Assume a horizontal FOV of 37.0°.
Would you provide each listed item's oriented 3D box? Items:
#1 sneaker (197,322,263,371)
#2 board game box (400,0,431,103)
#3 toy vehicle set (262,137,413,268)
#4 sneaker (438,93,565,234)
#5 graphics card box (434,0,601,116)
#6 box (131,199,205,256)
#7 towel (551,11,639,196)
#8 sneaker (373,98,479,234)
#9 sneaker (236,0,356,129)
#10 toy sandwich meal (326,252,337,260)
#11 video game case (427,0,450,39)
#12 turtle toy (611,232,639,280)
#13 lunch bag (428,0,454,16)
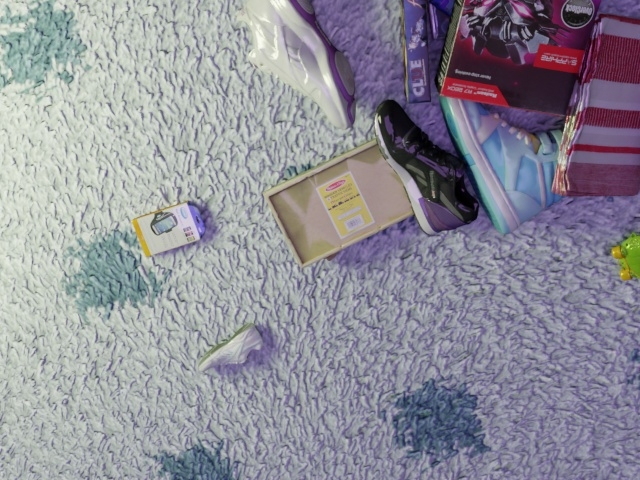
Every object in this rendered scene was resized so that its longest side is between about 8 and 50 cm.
[{"bbox_3d":[-0.185,0.233,1.966,0.152,0.053,0.061,-33,104,10],"label":"sneaker"},{"bbox_3d":[0.168,-0.378,1.726,0.042,0.165,0.243,-3,104,4],"label":"board game box"},{"bbox_3d":[0.044,-0.076,1.857,0.267,0.035,0.165,-25,102,0],"label":"toy vehicle set"},{"bbox_3d":[0.362,-0.193,1.793,0.208,0.127,0.318,-26,101,2],"label":"sneaker"},{"bbox_3d":[0.348,-0.406,1.615,0.233,0.094,0.370,10,117,-5],"label":"graphics card box"},{"bbox_3d":[-0.300,-0.026,1.917,0.136,0.028,0.081,-18,103,5],"label":"box"},{"bbox_3d":[0.539,-0.239,1.741,0.237,0.037,0.328,-3,108,-37],"label":"towel"},{"bbox_3d":[0.210,-0.150,1.798,0.124,0.107,0.283,-15,115,37],"label":"sneaker"},{"bbox_3d":[-0.041,-0.333,1.793,0.152,0.114,0.305,-28,98,24],"label":"sneaker"},{"bbox_3d":[0.000,0.000,1.907,0.086,0.029,0.085,1,102,4],"label":"toy sandwich meal"},{"bbox_3d":[0.278,-0.478,1.757,0.173,0.022,0.190,-10,105,0],"label":"video game case"},{"bbox_3d":[0.629,0.041,1.863,0.095,0.066,0.130,-15,108,31],"label":"turtle toy"},{"bbox_3d":[0.352,-0.465,1.698,0.221,0.138,0.293,29,107,-14],"label":"lunch bag"}]
